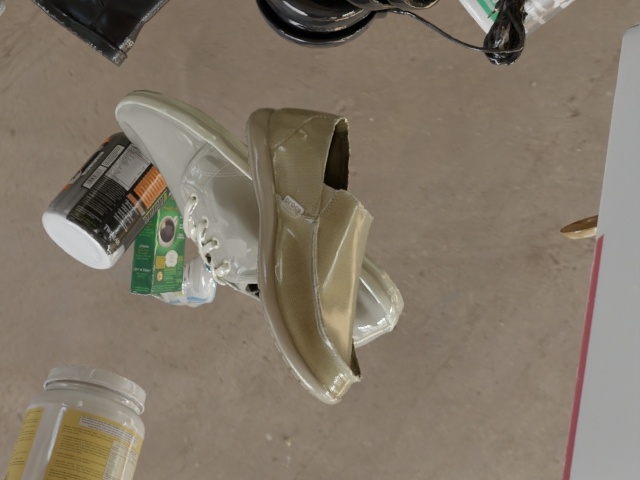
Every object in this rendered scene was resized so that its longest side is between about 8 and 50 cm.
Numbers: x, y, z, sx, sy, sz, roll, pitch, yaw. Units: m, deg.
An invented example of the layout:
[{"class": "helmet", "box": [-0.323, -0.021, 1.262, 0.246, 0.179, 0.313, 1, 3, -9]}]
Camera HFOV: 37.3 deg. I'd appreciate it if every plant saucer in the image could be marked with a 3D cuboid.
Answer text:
[{"class": "plant saucer", "box": [0.382, -0.019, 1.343, 0.083, 0.083, 0.015, -20, 96, -11]}]

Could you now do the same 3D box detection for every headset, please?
[{"class": "headset", "box": [0.042, -0.281, 0.866, 0.394, 0.243, 0.185, 26, 75, -26]}]

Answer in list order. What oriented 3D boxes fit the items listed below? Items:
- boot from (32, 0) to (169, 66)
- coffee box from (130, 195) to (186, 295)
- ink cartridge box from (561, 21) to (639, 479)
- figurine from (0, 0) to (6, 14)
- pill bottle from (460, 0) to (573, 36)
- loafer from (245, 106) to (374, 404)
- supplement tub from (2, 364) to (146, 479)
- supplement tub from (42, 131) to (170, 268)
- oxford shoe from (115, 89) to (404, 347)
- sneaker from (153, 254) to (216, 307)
[{"class": "boot", "box": [-0.375, -0.446, 1.653, 0.246, 0.094, 0.207, 36, 88, 16]}, {"class": "coffee box", "box": [-0.253, -0.008, 1.505, 0.040, 0.113, 0.184, 5, 92, 18]}, {"class": "ink cartridge box", "box": [0.344, 0.051, 0.534, 0.385, 0.160, 0.279, 16, 78, -28]}, {"class": "figurine", "box": [-0.655, -0.331, 1.596, 0.215, 0.092, 0.209, 11, 80, 22]}, {"class": "pill bottle", "box": [0.379, -0.487, 1.483, 0.361, 0.204, 0.204, -37, 113, 23]}, {"class": "loafer", "box": [0.000, 0.000, 0.793, 0.092, 0.102, 0.268, -16, 71, 14]}, {"class": "supplement tub", "box": [-0.485, 0.438, 1.869, 0.241, 0.241, 0.331, 23, 60, -20]}, {"class": "supplement tub", "box": [-0.274, -0.065, 1.279, 0.117, 0.117, 0.190, 46, 59, -21]}, {"class": "oxford shoe", "box": [-0.102, -0.022, 1.133, 0.449, 0.169, 0.130, 41, 74, 16]}, {"class": "sneaker", "box": [-0.255, 0.078, 1.803, 0.092, 0.229, 0.087, 10, 68, -22]}]
